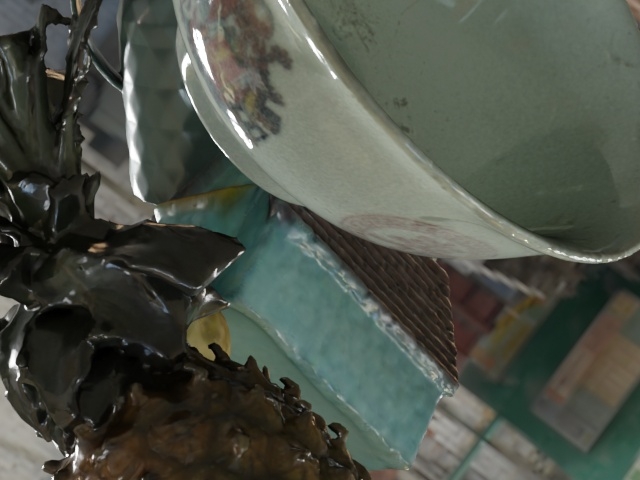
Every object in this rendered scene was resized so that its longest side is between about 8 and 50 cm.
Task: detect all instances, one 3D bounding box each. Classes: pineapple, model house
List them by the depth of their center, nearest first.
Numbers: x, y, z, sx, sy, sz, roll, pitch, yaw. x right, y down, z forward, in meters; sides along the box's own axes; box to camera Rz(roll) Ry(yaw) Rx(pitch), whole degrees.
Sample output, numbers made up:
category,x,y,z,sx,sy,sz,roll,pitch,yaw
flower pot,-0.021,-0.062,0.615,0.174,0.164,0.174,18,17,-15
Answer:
category,x,y,z,sx,sy,sz,roll,pitch,yaw
pineapple,-0.066,0.043,0.453,0.251,0.125,0.125,62,-178,4
model house,-0.031,0.027,1.204,0.230,0.249,0.280,-11,132,41

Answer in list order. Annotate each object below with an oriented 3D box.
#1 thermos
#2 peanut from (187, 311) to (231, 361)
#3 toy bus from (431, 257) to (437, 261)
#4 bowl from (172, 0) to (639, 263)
category,x,y,z,sx,sy,sz,roll,pitch,yaw
thermos,-0.128,-0.178,1.279,0.182,0.286,0.145,-4,-160,2
peanut,-0.139,0.072,0.973,0.159,0.109,0.140,-1,-173,-39
toy bus,0.000,0.000,1.685,0.157,0.289,0.139,129,127,-73
bowl,0.031,-0.142,0.951,0.435,0.196,0.435,32,-137,-35
